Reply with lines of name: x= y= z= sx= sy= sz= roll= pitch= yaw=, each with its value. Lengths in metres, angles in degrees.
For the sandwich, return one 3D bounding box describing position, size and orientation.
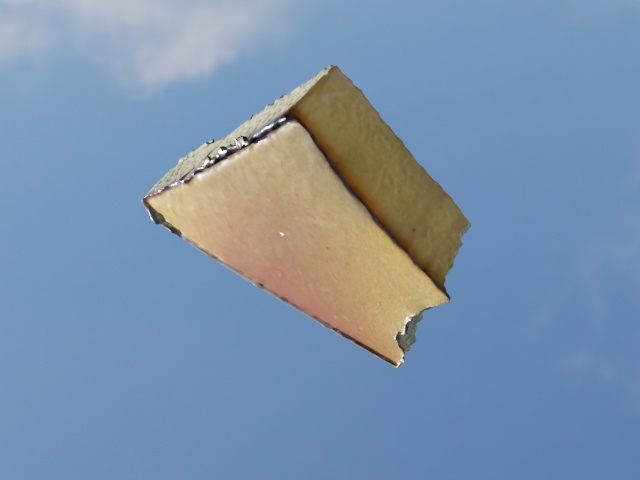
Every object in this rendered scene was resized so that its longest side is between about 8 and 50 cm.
sandwich: x=0.000 y=0.000 z=1.114 sx=0.058 sy=0.162 sz=0.193 roll=-47 pitch=-168 yaw=-30
